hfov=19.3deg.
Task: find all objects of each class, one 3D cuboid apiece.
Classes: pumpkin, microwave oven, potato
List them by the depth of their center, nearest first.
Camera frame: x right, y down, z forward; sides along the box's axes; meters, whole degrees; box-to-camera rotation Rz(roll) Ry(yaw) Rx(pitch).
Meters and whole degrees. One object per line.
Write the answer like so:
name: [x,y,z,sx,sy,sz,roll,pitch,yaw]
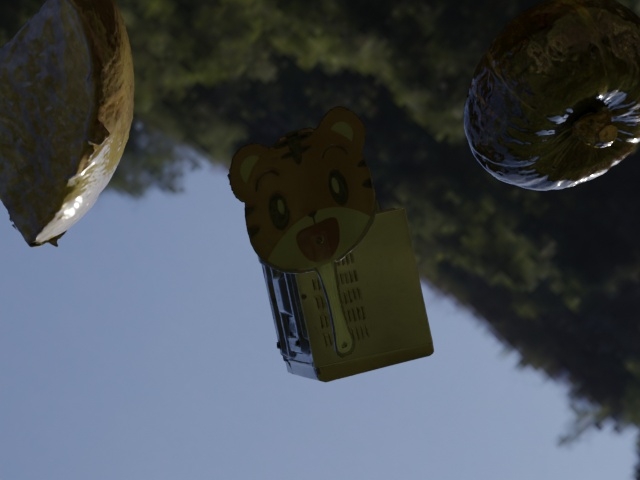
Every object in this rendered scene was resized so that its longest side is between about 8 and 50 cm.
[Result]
pumpkin: [0.261,-0.145,1.914,0.219,0.219,0.162,12,-147,-39]
potato: [-0.247,-0.153,2.068,0.189,0.264,0.211,-19,-106,-50]
microwave oven: [0.019,0.053,2.069,0.240,0.145,0.194,168,87,-81]

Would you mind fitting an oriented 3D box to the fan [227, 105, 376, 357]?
fan: [0.000,0.000,1.735,0.152,0.008,0.227,-23,-73,-29]
